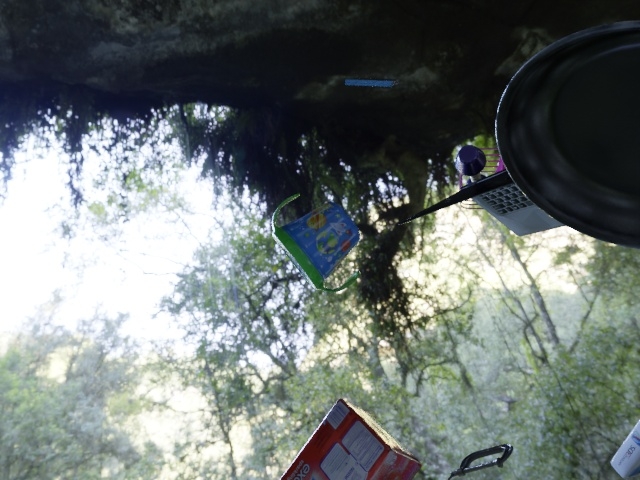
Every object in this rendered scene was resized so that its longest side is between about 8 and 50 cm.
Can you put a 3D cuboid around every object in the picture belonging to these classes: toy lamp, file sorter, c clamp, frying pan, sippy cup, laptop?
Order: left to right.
[{"bbox_3d":[0.000,0.000,1.365,0.224,0.240,0.306,-39,-50,-8],"label":"sippy cup"},{"bbox_3d":[0.419,-0.191,1.163,0.080,0.080,0.274,-23,-18,18],"label":"toy lamp"},{"bbox_3d":[0.383,0.533,1.009,0.160,0.022,0.137,-35,-17,26],"label":"c clamp"},{"bbox_3d":[0.705,-0.264,1.857,0.182,0.202,0.290,3,-11,17],"label":"file sorter"},{"bbox_3d":[0.490,-0.067,1.027,0.407,0.237,0.382,33,-23,-17],"label":"laptop"},{"bbox_3d":[0.211,-0.112,0.271,0.053,0.197,0.326,-46,-41,-20],"label":"frying pan"}]

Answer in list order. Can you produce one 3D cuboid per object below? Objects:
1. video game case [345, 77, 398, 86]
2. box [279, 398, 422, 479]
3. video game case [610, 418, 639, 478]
[{"bbox_3d":[0.141,-0.421,1.125,0.119,0.166,0.015,7,-67,14],"label":"video game case"},{"bbox_3d":[0.022,0.407,0.673,0.257,0.128,0.122,-52,-49,-7],"label":"box"},{"bbox_3d":[0.635,0.225,0.647,0.328,0.036,0.300,-10,-55,-15],"label":"video game case"}]
